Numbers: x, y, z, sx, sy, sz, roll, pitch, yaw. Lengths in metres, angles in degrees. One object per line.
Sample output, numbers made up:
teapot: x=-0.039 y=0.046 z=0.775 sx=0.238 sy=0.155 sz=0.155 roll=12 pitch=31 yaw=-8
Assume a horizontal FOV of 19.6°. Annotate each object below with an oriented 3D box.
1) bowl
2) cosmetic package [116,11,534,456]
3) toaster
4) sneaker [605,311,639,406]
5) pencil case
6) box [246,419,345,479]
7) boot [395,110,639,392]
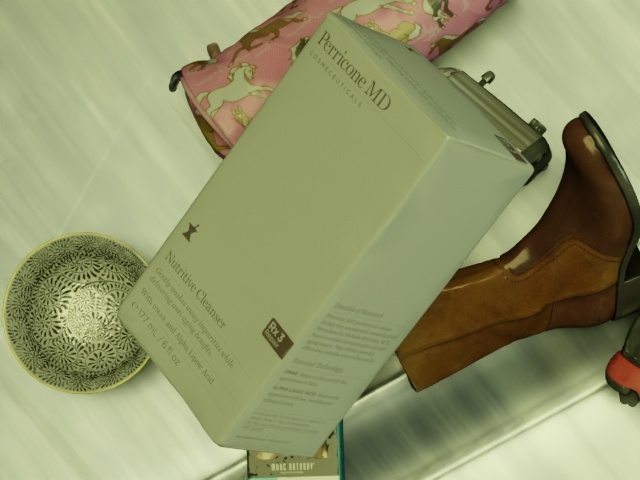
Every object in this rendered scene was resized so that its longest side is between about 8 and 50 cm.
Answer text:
bowl: x=-0.244 y=0.079 z=1.967 sx=0.170 sy=0.080 sz=0.170 roll=0 pitch=85 yaw=5
cosmetic package: x=0.000 y=0.000 z=1.806 sx=0.217 sy=0.156 sz=0.385 roll=47 pitch=112 yaw=36
toaster: x=0.120 y=-0.072 z=1.932 sx=0.227 sy=0.129 sz=0.146 roll=-44 pitch=79 yaw=7
sneaker: x=0.437 y=0.128 z=1.891 sx=0.276 sy=0.097 sz=0.135 roll=15 pitch=104 yaw=6
pencil case: x=0.034 y=-0.221 z=1.936 sx=0.386 sy=0.160 sz=0.167 roll=-37 pitch=81 yaw=1
box: x=-0.024 y=0.267 z=1.942 sx=0.100 sy=0.060 sz=0.244 roll=-3 pitch=84 yaw=4
boot: x=0.183 y=0.013 z=1.877 sx=0.280 sy=0.264 sz=0.096 roll=-19 pitch=48 yaw=0
